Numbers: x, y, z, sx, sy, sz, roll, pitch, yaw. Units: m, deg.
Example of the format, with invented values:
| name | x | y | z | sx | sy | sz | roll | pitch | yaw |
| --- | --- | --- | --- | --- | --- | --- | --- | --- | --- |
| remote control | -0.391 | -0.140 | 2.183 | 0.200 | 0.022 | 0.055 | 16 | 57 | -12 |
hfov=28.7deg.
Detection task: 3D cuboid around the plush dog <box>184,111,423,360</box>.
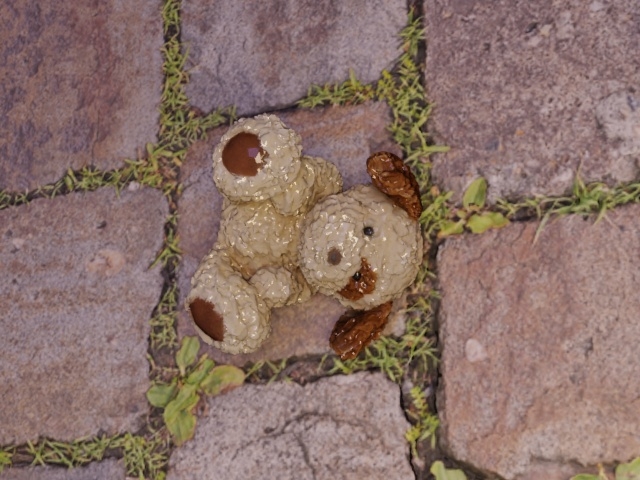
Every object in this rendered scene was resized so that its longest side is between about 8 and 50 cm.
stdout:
| name | x | y | z | sx | sy | sz | roll | pitch | yaw |
| --- | --- | --- | --- | --- | --- | --- | --- | --- | --- |
| plush dog | 0.000 | 0.000 | 1.362 | 0.225 | 0.210 | 0.262 | 16 | 104 | 12 |
